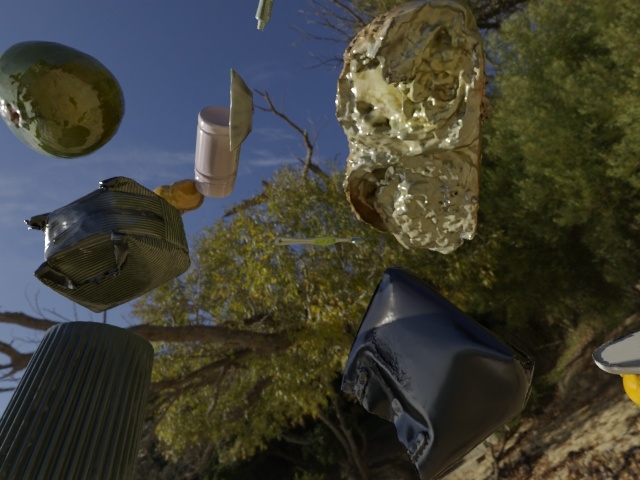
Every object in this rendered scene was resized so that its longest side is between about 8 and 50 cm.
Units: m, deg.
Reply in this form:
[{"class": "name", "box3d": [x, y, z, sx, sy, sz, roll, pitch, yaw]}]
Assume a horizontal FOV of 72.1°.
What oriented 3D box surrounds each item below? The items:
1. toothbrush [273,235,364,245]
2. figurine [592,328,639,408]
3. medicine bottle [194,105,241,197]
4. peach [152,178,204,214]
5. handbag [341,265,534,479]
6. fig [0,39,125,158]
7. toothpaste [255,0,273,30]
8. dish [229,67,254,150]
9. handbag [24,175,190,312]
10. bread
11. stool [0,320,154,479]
[{"class": "toothbrush", "box3d": [0.000, 0.000, 1.044, 0.263, 0.026, 0.022, 0, -76, -36]}, {"class": "figurine", "box3d": [0.680, 0.257, 0.837, 0.250, 0.141, 0.167, -20, 2, 33]}, {"class": "medicine bottle", "box3d": [-0.308, -0.262, 1.323, 0.133, 0.133, 0.249, -12, -43, -31]}, {"class": "peach", "box3d": [-0.464, -0.136, 1.427, 0.179, 0.103, 0.179, -22, 1, 0]}, {"class": "handbag", "box3d": [0.190, 0.245, 0.822, 0.152, 0.342, 0.287, 24, -79, -44]}, {"class": "fig", "box3d": [-0.658, -0.369, 1.152, 0.316, 0.316, 0.316, -23, -31, -15]}, {"class": "toothpaste", "box3d": [-0.144, -0.702, 1.225, 0.041, 0.064, 0.218, 18, -62, -2]}, {"class": "dish", "box3d": [-0.129, -0.215, 0.724, 0.039, 0.091, 0.137, 1, -39, -11]}, {"class": "handbag", "box3d": [-0.522, 0.009, 1.083, 0.341, 0.247, 0.240, -24, -24, 4]}, {"class": "bread", "box3d": [0.113, -0.148, 0.522, 0.171, 0.192, 0.314, 5, -34, 21]}, {"class": "stool", "box3d": [-0.523, 0.374, 0.950, 0.298, 0.329, 0.297, 0, -37, 0]}]
